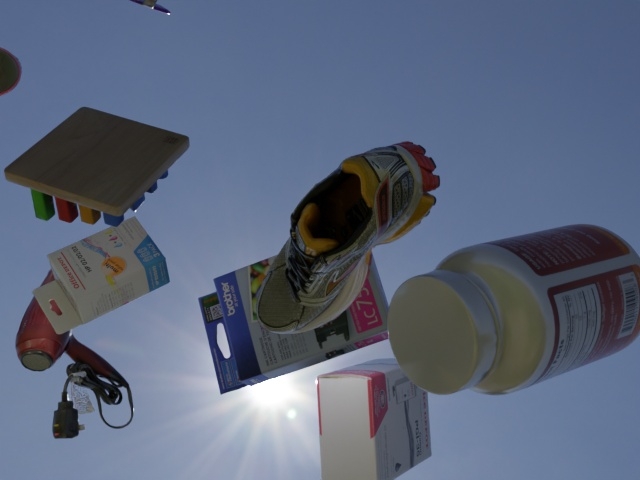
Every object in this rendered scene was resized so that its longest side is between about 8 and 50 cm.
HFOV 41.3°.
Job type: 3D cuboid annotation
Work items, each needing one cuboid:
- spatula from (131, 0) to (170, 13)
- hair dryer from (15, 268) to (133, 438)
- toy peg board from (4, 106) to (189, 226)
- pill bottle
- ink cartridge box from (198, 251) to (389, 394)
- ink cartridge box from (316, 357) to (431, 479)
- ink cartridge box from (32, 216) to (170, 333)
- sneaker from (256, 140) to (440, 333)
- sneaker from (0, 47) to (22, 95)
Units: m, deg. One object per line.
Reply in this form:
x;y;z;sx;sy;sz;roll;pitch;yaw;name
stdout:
-0.233;-0.360;1.224;0.084;0.296;0.030;14;-91;-25;spatula
-0.422;0.188;1.421;0.080;0.223;0.293;-18;-97;13;hair dryer
-0.268;-0.077;1.050;0.161;0.161;0.079;17;-47;16;toy peg board
0.163;0.057;0.696;0.121;0.216;0.121;13;-73;49;pill bottle
-0.050;0.114;1.378;0.311;0.065;0.185;-21;-113;10;ink cartridge box
0.109;0.342;1.636;0.117;0.283;0.207;-5;-92;28;ink cartridge box
-0.329;0.050;1.258;0.104;0.181;0.061;47;-28;33;ink cartridge box
0.000;0.000;0.731;0.088;0.093;0.225;54;-53;25;sneaker
-0.293;-0.126;0.675;0.119;0.057;0.047;-11;-70;-3;sneaker
